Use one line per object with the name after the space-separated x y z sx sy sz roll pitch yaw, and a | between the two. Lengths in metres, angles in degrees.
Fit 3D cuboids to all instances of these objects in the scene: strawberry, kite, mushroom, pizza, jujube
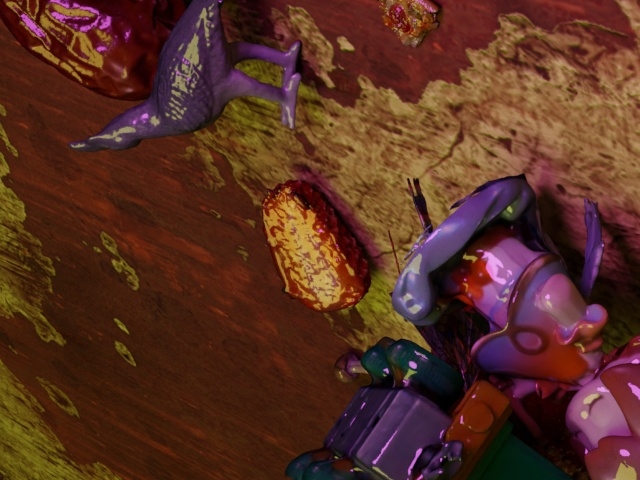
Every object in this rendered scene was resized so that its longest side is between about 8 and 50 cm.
0.000 0.000 1.942 0.121 0.082 0.188 -4 119 32 | strawberry
0.134 0.046 1.702 0.006 0.198 0.244 -26 69 39 | kite
0.118 0.202 2.053 0.306 0.068 0.043 24 155 52 | mushroom
0.084 -0.213 1.560 0.083 0.025 0.078 23 144 36 | pizza
-0.261 -0.265 1.813 0.250 0.174 0.174 40 154 -3 | jujube

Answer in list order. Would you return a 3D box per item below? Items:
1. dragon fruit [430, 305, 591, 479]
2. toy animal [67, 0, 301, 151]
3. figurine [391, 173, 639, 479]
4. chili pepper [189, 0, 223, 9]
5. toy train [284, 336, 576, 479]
0.212 0.221 1.846 0.317 0.152 0.205 42 158 -5 | dragon fruit
-0.110 -0.187 1.718 0.206 0.081 0.367 15 135 -24 | toy animal
0.284 0.120 1.547 0.388 0.248 0.276 45 151 23 | figurine
-0.170 -0.323 1.724 0.224 0.061 0.098 42 147 9 | chili pepper
0.122 0.231 1.584 0.249 0.178 0.429 35 173 -2 | toy train
